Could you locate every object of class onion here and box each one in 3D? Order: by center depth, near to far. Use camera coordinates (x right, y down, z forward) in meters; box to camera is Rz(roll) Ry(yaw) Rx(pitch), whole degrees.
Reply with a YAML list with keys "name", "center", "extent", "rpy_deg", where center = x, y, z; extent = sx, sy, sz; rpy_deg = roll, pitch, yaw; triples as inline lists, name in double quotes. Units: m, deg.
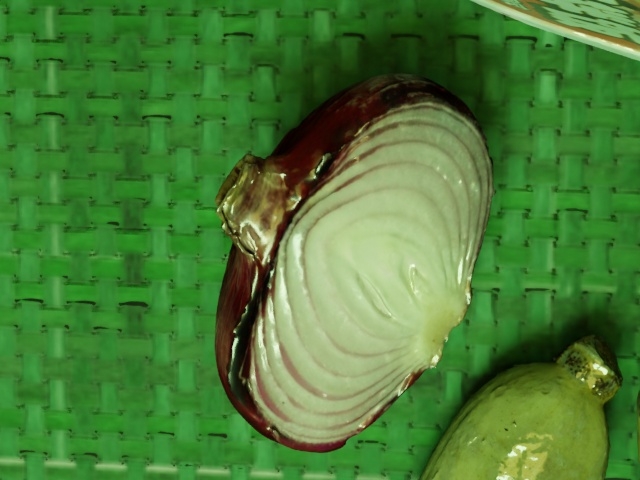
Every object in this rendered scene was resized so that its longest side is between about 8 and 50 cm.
- name: "onion"
  center: [0.000, 0.000, 0.777]
  extent: [0.151, 0.098, 0.206]
  rpy_deg: [29, 97, -25]

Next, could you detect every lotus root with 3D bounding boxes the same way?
- name: "lotus root"
  center: [0.106, 0.132, 0.803]
  extent: [0.090, 0.077, 0.183]
  rpy_deg: [30, 104, 0]

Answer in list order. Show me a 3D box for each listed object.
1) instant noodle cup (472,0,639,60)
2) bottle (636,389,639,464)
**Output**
- name: "instant noodle cup"
  center: [0.202, -0.234, 0.642]
  extent: [0.294, 0.294, 0.307]
  rpy_deg: [18, 95, 3]
- name: "bottle"
  center: [0.252, 0.242, 0.758]
  extent: [0.172, 0.171, 0.351]
  rpy_deg: [-1, 100, 7]
